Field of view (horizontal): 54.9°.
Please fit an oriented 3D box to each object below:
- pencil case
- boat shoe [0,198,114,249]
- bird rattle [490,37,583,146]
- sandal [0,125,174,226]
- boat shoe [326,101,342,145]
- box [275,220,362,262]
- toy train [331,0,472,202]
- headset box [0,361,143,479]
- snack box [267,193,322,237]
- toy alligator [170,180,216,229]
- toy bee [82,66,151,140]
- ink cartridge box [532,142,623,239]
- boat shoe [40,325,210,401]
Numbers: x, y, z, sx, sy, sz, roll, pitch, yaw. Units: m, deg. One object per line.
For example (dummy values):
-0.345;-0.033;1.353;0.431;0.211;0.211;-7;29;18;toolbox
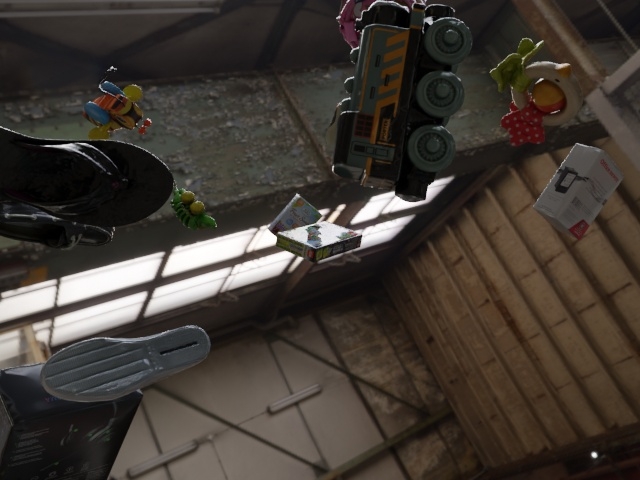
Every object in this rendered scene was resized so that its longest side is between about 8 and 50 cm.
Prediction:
0.141;-0.556;1.326;0.160;0.167;0.386;-41;-152;43;pencil case
-0.579;-0.025;1.335;0.114;0.302;0.091;-36;-122;27;boat shoe
0.501;-0.327;1.428;0.207;0.143;0.253;17;-42;49;bird rattle
-0.491;-0.115;1.108;0.107;0.446;0.167;-142;-117;-68;sandal
0.051;-0.354;1.863;0.043;0.049;0.137;-108;-145;-68;boat shoe
0.000;0.000;1.465;0.114;0.207;0.036;21;-70;29;box
0.130;-0.233;1.009;0.142;0.190;0.334;113;-14;-86;toy train
-0.506;0.356;1.172;0.131;0.246;0.283;46;-58;33;headset box
-0.077;-0.056;1.865;0.141;0.100;0.037;-48;-153;6;snack box
-0.283;-0.071;1.270;0.190;0.051;0.056;42;-28;31;toy alligator
-0.542;-0.331;1.641;0.162;0.195;0.298;39;0;-20;toy bee
0.495;-0.094;1.180;0.150;0.109;0.063;-57;-141;4;ink cartridge box
-0.262;0.175;0.839;0.076;0.226;0.083;-43;-121;49;boat shoe
